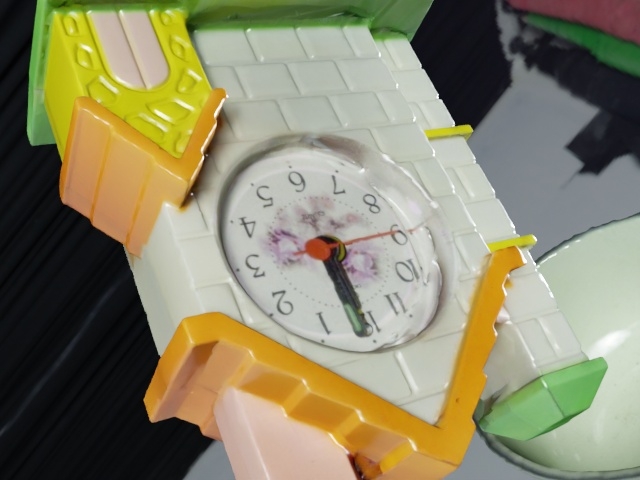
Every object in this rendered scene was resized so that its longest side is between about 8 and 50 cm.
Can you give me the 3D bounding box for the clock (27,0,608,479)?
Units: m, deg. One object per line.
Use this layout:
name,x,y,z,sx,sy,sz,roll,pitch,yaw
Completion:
clock,0.000,0.000,0.385,0.255,0.220,0.106,65,-32,23

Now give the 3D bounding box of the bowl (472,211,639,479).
bowl,0.207,0.087,0.487,0.112,0.211,0.211,50,-5,-27
